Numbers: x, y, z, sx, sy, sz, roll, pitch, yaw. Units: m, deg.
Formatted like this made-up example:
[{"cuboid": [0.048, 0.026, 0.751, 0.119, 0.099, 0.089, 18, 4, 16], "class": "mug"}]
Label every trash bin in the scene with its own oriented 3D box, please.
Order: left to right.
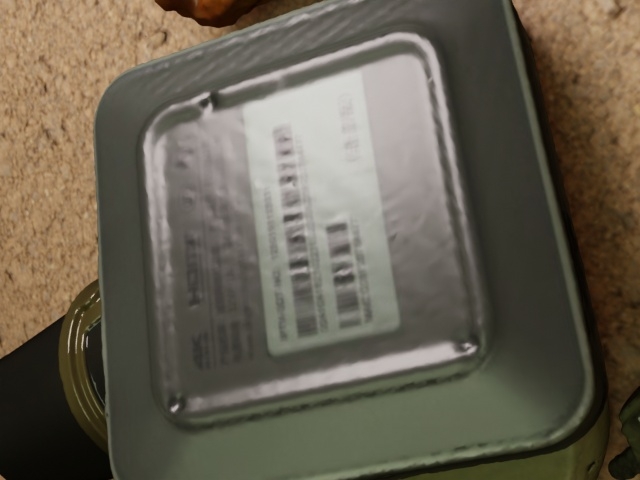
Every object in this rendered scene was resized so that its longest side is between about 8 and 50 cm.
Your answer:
[{"cuboid": [-0.205, 0.147, 0.986, 0.334, 0.214, 0.214, -25, 86, 36], "class": "trash bin"}]

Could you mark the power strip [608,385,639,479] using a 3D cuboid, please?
[{"cuboid": [0.368, 0.076, 0.707, 0.387, 0.066, 0.092, -45, 78, 28], "class": "power strip"}]

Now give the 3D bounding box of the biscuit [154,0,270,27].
[{"cuboid": [-0.051, -0.379, 0.843, 0.318, 0.110, 0.312, -20, 88, 33], "class": "biscuit"}]

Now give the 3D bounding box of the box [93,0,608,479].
[{"cuboid": [0.000, 0.001, 0.775, 0.396, 0.111, 0.396, -15, 69, 18], "class": "box"}]

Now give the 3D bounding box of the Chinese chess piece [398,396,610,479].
[{"cuboid": [0.129, 0.150, 0.843, 0.250, 0.101, 0.250, 7, 104, 31], "class": "Chinese chess piece"}]
